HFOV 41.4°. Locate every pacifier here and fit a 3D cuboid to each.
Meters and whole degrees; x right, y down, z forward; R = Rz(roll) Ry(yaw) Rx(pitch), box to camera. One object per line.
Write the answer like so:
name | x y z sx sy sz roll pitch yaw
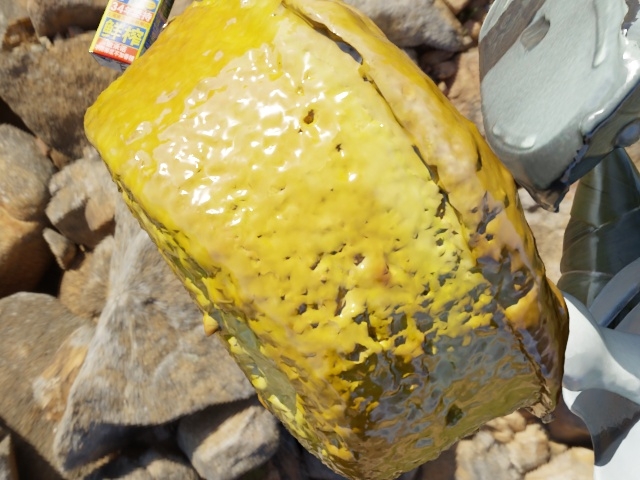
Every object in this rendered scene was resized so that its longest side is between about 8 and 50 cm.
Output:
pacifier | 0.263 0.092 0.737 0.207 0.279 0.227 22 118 -12

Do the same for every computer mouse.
computer mouse | 0.228 -0.153 0.728 0.114 0.374 0.203 29 122 -13

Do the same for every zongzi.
zongzi | 0.392 0.019 0.972 0.274 0.145 0.300 6 88 -34

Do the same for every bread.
bread | 0.002 0.003 0.587 0.204 0.337 0.358 -36 118 -3

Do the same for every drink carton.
drink carton | -0.244 -0.309 1.140 0.071 0.056 0.166 20 82 4
